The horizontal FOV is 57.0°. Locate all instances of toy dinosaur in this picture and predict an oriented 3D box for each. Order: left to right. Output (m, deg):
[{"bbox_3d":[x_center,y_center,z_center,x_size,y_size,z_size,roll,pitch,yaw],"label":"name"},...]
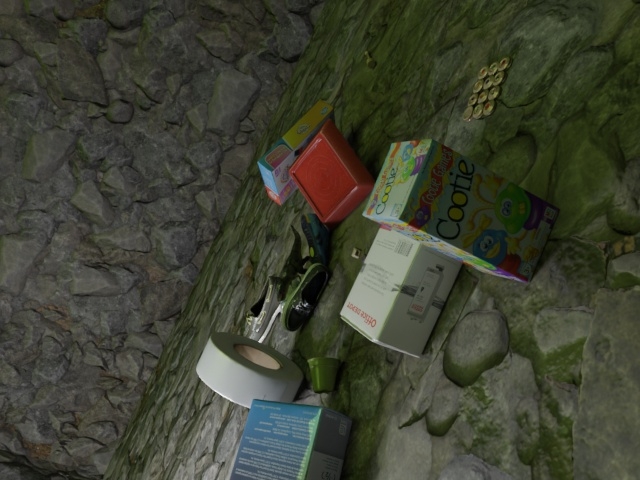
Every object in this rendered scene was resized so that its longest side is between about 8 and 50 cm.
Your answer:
[{"bbox_3d":[-0.066,0.078,1.857,0.064,0.118,0.268,-40,32,50],"label":"toy dinosaur"}]

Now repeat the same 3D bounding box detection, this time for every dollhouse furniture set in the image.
[{"bbox_3d":[0.105,0.084,1.502,0.081,0.091,0.114,-152,83,-85],"label":"dollhouse furniture set"}]

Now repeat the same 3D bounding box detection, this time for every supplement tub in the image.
[{"bbox_3d":[-0.092,0.184,1.876,0.071,0.071,0.107,-51,26,36],"label":"supplement tub"}]

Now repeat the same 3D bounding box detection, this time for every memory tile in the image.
[{"bbox_3d":[0.384,-0.349,1.363,0.113,0.012,0.148,3,71,69],"label":"memory tile"}]

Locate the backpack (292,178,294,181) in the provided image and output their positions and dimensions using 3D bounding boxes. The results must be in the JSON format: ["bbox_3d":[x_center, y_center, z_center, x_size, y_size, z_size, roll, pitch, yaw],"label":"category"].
[{"bbox_3d":[0.011,-0.257,1.950,0.166,0.144,0.188,-45,-14,-47],"label":"backpack"}]

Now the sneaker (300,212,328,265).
[{"bbox_3d":[0.000,0.000,1.863,0.069,0.082,0.209,117,145,-50],"label":"sneaker"}]

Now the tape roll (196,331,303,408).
[{"bbox_3d":[-0.192,0.360,1.625,0.100,0.286,0.286,-65,20,3],"label":"tape roll"}]

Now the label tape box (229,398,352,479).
[{"bbox_3d":[-0.087,0.546,1.317,0.249,0.115,0.347,-9,59,45],"label":"label tape box"}]

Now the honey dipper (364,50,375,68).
[{"bbox_3d":[0.184,-0.684,2.212,0.030,0.031,0.160,-55,19,28],"label":"honey dipper"}]

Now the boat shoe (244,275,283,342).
[{"bbox_3d":[-0.203,0.251,2.045,0.305,0.091,0.109,-58,22,20],"label":"boat shoe"}]

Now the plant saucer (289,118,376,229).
[{"bbox_3d":[0.018,-0.194,1.812,0.259,0.048,0.258,57,135,12],"label":"plant saucer"}]

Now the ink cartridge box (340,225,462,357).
[{"bbox_3d":[0.177,0.077,1.255,0.283,0.117,0.207,-65,20,0],"label":"ink cartridge box"}]

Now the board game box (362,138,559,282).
[{"bbox_3d":[0.239,-0.049,1.012,0.144,0.275,0.142,-67,20,-2],"label":"board game box"}]

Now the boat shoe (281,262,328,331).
[{"bbox_3d":[-0.041,0.176,1.760,0.228,0.080,0.076,-58,19,0],"label":"boat shoe"}]

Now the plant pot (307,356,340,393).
[{"bbox_3d":[0.009,0.337,1.461,0.083,0.083,0.079,-37,47,53],"label":"plant pot"}]

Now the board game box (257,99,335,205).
[{"bbox_3d":[-0.070,-0.300,2.038,0.316,0.064,0.242,-47,-19,-16],"label":"board game box"}]
